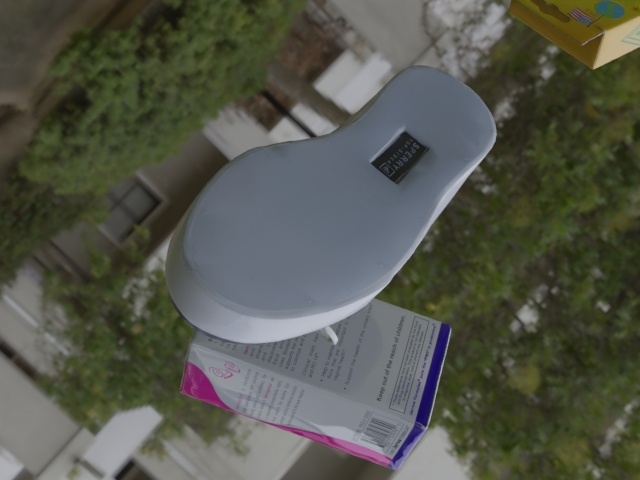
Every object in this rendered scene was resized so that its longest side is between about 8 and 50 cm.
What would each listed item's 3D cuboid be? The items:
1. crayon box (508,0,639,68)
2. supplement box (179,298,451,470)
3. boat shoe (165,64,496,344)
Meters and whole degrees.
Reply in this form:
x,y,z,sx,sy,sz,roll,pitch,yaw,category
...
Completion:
x,y,z,sx,sy,sz,roll,pitch,yaw,category
0.467,-0.403,1.969,0.318,0.202,0.081,-26,143,-29,crayon box
-0.007,0.111,1.073,0.111,0.220,0.114,111,-2,-57,supplement box
-0.006,-0.007,0.862,0.156,0.136,0.367,-52,175,40,boat shoe
